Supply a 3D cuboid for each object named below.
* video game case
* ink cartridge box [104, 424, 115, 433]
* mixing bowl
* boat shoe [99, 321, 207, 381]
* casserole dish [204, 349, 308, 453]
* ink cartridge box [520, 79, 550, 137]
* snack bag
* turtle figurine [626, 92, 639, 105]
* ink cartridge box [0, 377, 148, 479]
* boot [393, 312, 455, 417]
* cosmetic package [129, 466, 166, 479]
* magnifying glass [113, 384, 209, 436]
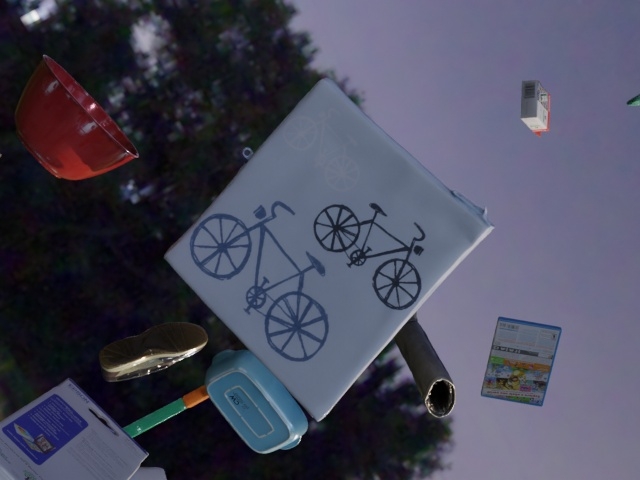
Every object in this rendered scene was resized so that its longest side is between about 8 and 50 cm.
[{"bbox_3d":[0.375,0.228,2.090,0.015,0.119,0.166,-77,176,-68],"label":"video game case"},{"bbox_3d":[-0.405,0.457,2.066,0.186,0.065,0.311,40,16,-39],"label":"ink cartridge box"},{"bbox_3d":[-0.339,-0.147,1.481,0.181,0.098,0.181,49,1,-1],"label":"mixing bowl"},{"bbox_3d":[-0.228,0.152,1.517,0.056,0.152,0.049,60,-30,36],"label":"boat shoe"},{"bbox_3d":[-0.102,0.249,1.683,0.188,0.114,0.037,54,30,-10],"label":"casserole dish"},{"bbox_3d":[0.348,-0.208,1.779,0.115,0.029,0.063,24,67,-61],"label":"ink cartridge box"},{"bbox_3d":[0.000,0.000,1.431,0.323,0.342,0.037,44,8,22],"label":"snack bag"},{"bbox_3d":[0.487,-0.100,1.385,0.175,0.118,0.234,-31,-90,43],"label":"turtle figurine"},{"bbox_3d":[-0.335,0.284,1.419,0.165,0.065,0.332,43,9,2],"label":"ink cartridge box"},{"bbox_3d":[0.154,0.165,1.846,0.208,0.076,0.190,-105,172,-50],"label":"boot"},{"bbox_3d":[-0.407,0.558,1.579,0.394,0.329,0.327,-56,-139,33],"label":"cosmetic package"},{"bbox_3d":[-0.234,0.265,1.750,0.026,0.231,0.092,63,-1,6],"label":"magnifying glass"}]
